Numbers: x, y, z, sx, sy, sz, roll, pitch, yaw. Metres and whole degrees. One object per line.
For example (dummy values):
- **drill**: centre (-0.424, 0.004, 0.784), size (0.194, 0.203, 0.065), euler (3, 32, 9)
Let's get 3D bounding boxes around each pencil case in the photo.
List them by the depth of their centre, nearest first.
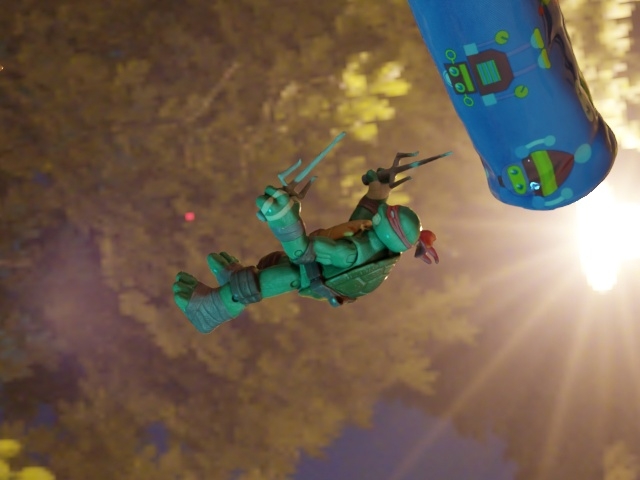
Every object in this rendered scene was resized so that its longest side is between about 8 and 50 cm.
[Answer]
- **pencil case**: centre (0.148, -0.170, 1.309), size (0.306, 0.119, 0.133), euler (63, -145, -28)

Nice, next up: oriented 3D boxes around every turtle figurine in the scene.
- **turtle figurine**: centre (0.000, 0.000, 1.316), size (0.175, 0.234, 0.118), euler (5, -118, -62)

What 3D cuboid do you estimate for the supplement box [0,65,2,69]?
- **supplement box**: centre (-0.246, -0.161, 0.744), size (0.233, 0.080, 0.078), euler (57, -167, 1)
